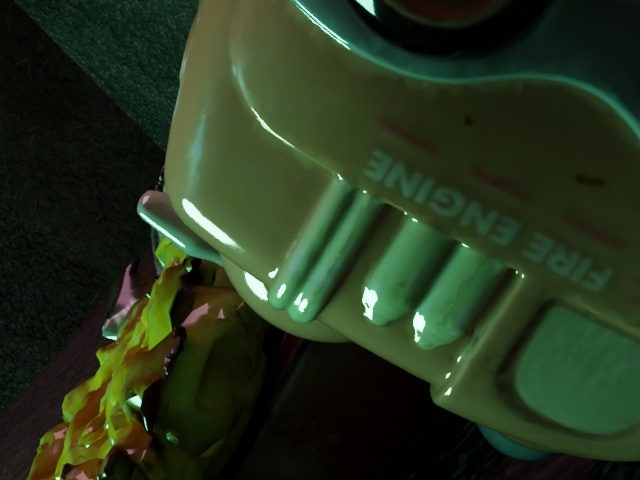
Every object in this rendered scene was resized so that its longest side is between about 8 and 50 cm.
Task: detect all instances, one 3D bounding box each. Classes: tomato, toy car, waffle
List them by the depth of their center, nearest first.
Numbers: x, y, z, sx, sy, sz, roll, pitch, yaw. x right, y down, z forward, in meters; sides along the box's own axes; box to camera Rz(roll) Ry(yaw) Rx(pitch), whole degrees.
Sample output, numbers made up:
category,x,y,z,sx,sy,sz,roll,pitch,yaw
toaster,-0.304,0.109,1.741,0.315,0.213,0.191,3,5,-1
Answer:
category,x,y,z,sx,sy,sz,roll,pitch,yaw
toy car,0.074,-0.033,0.574,0.212,0.270,0.180,-62,5,27
tomato,0.030,0.051,0.794,0.228,0.112,0.199,131,162,-80
waffle,-0.116,0.148,0.814,0.382,0.095,0.379,-65,7,-1

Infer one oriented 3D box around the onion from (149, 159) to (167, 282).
category,x,y,z,sx,sy,sz,roll,pitch,yaw
onion,0.000,0.000,1.128,0.218,0.195,0.140,3,-2,19
